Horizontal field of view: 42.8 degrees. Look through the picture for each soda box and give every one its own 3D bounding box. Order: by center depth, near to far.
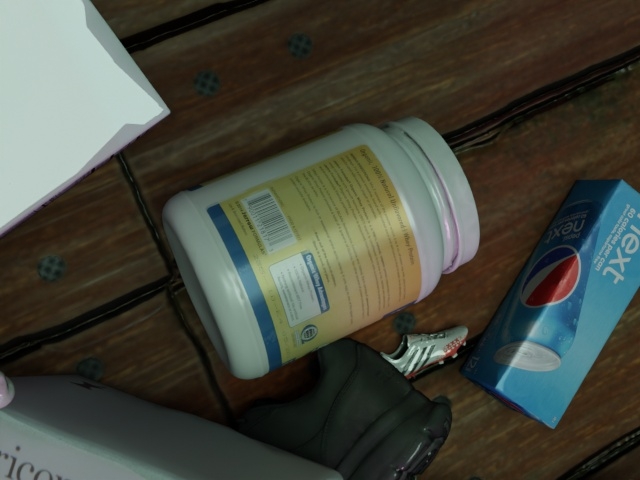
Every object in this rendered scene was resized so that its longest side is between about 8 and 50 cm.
[{"bbox_3d":[0.215,0.051,0.713,0.071,0.067,0.210,35,82,-16],"label":"soda box"}]

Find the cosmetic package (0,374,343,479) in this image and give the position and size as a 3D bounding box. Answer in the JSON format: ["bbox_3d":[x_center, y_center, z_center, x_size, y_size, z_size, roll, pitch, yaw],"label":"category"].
[{"bbox_3d":[-0.170,0.336,0.514,0.230,0.161,0.453,16,87,18],"label":"cosmetic package"}]

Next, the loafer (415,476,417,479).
[{"bbox_3d":[0.052,0.169,0.678,0.056,0.050,0.148,-24,100,-14],"label":"loafer"}]

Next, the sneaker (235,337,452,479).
[{"bbox_3d":[-0.031,0.196,0.635,0.286,0.109,0.130,-47,69,4],"label":"sneaker"}]

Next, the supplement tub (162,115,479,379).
[{"bbox_3d":[0.000,0.000,0.604,0.199,0.144,0.144,-23,100,-14],"label":"supplement tub"}]

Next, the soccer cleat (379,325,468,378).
[{"bbox_3d":[0.088,0.091,0.697,0.083,0.029,0.036,-30,105,-9],"label":"soccer cleat"}]

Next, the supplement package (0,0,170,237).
[{"bbox_3d":[-0.241,-0.096,0.521,0.203,0.149,0.194,-38,103,-12],"label":"supplement package"}]

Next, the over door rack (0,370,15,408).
[{"bbox_3d":[-0.333,0.150,0.417,0.239,0.108,0.324,29,85,8],"label":"over door rack"}]
